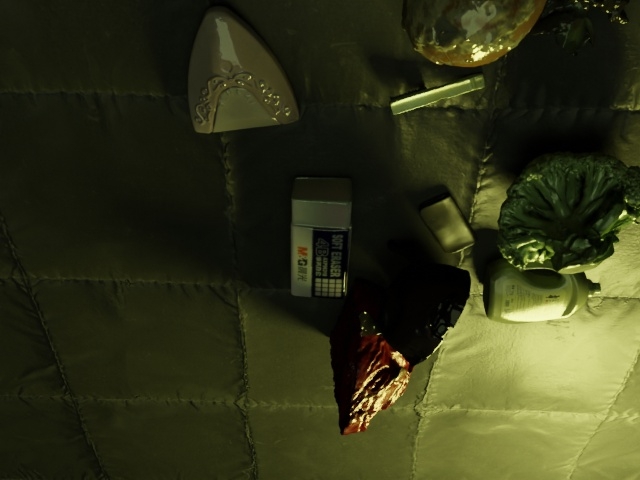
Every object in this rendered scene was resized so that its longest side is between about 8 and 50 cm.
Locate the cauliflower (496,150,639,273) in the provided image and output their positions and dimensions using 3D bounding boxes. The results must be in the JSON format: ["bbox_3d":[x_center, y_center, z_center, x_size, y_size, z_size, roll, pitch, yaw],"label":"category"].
[{"bbox_3d":[0.491,-0.035,1.339,0.272,0.250,0.275,5,138,0],"label":"cauliflower"}]

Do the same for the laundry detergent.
[{"bbox_3d":[0.502,0.108,1.583,0.253,0.091,0.181,-2,128,4],"label":"laundry detergent"}]

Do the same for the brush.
[{"bbox_3d":[0.211,-0.270,1.278,0.178,0.030,0.033,-17,124,3],"label":"brush"}]

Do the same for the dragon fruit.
[{"bbox_3d":[0.103,0.314,1.680,0.302,0.330,0.240,34,147,-29],"label":"dragon fruit"}]

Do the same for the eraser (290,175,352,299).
[{"bbox_3d":[0.000,0.000,1.497,0.130,0.086,0.287,2,134,1],"label":"eraser"}]

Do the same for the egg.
[{"bbox_3d":[0.237,-0.367,1.072,0.233,0.195,0.195,-22,129,11],"label":"egg"}]

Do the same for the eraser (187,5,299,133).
[{"bbox_3d":[-0.158,-0.294,1.239,0.204,0.059,0.243,-6,137,7],"label":"eraser"}]

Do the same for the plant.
[{"bbox_3d":[0.414,-0.394,1.080,0.142,0.131,0.203,4,135,-7],"label":"plant"}]

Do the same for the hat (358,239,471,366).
[{"bbox_3d":[0.195,0.139,1.553,0.209,0.238,0.336,30,173,9],"label":"hat"}]

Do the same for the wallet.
[{"bbox_3d":[0.273,-0.033,1.503,0.082,0.018,0.157,-24,128,22],"label":"wallet"}]
